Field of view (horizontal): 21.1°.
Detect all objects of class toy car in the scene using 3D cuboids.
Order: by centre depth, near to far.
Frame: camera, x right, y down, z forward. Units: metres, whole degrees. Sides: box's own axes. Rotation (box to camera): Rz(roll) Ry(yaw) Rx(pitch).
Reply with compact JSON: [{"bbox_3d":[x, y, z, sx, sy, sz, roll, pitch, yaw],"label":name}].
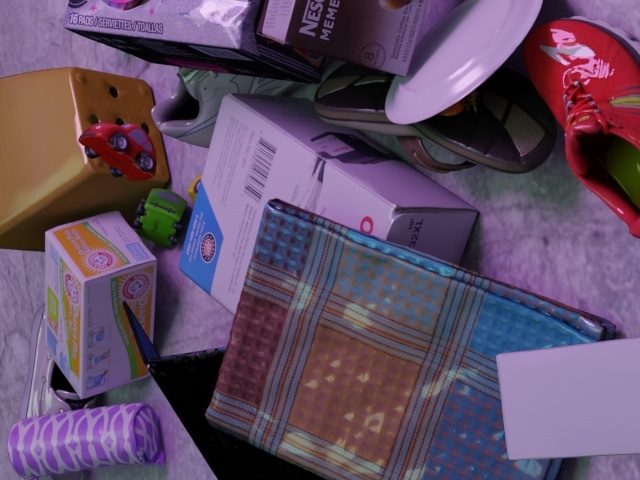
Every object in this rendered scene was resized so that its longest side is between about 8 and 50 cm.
[{"bbox_3d":[-0.185,-0.061,2.105,0.225,0.239,0.053,121,171,-63],"label":"toy car"}]

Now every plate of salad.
[{"bbox_3d":[0.146,-0.182,1.698,0.200,0.048,0.200,-38,23,19],"label":"plate of salad"}]

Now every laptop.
[{"bbox_3d":[-0.094,0.179,1.972,0.264,0.136,0.234,-11,123,30],"label":"laptop"}]

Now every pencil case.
[{"bbox_3d":[-0.302,0.261,2.219,0.206,0.086,0.088,-7,128,22],"label":"pencil case"}]

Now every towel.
[{"bbox_3d":[0.078,0.140,1.711,0.370,0.040,0.271,21,110,15],"label":"towel"}]

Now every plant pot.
[{"bbox_3d":[-0.318,-0.114,2.207,0.187,0.212,0.212,-23,72,36],"label":"plant pot"}]

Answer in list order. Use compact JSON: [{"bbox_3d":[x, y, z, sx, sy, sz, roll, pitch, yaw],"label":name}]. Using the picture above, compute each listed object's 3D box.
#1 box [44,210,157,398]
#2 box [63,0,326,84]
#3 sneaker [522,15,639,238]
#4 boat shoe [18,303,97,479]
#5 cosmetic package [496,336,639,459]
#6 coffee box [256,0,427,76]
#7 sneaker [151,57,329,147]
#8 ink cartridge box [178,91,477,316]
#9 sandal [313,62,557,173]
[{"bbox_3d":[-0.280,0.082,2.182,0.114,0.103,0.203,47,143,39],"label":"box"},{"bbox_3d":[-0.125,-0.266,1.854,0.247,0.163,0.142,10,86,34],"label":"box"},{"bbox_3d":[0.261,-0.109,1.572,0.107,0.118,0.279,-57,50,32],"label":"sneaker"},{"bbox_3d":[-0.341,0.214,2.314,0.088,0.096,0.268,-3,80,54],"label":"boat shoe"},{"bbox_3d":[0.368,0.104,1.319,0.377,0.284,0.097,-12,81,50],"label":"cosmetic package"},{"bbox_3d":[0.042,-0.301,1.701,0.098,0.141,0.247,33,108,66],"label":"coffee box"},{"bbox_3d":[-0.086,-0.205,1.977,0.297,0.129,0.111,-54,50,34],"label":"sneaker"},{"bbox_3d":[0.000,0.000,1.873,0.307,0.129,0.223,36,117,43],"label":"ink cartridge box"},{"bbox_3d":[0.123,-0.122,1.763,0.302,0.120,0.086,19,142,45],"label":"sandal"}]
